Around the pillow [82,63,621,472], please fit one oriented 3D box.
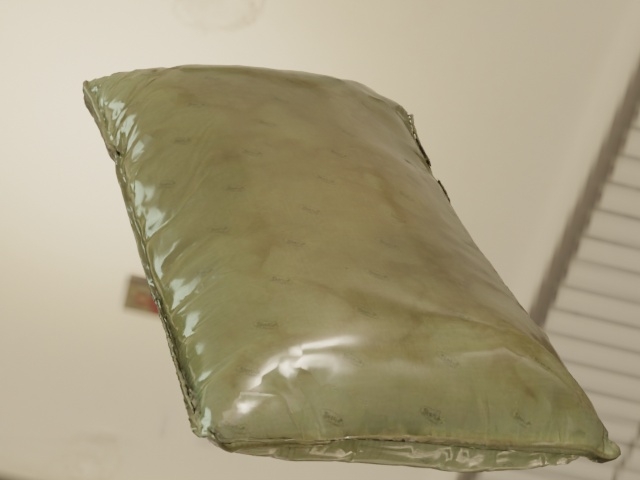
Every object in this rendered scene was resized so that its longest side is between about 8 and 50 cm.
[{"bbox_3d":[0.000,0.000,0.747,0.302,0.185,0.075,-117,36,-52],"label":"pillow"}]
